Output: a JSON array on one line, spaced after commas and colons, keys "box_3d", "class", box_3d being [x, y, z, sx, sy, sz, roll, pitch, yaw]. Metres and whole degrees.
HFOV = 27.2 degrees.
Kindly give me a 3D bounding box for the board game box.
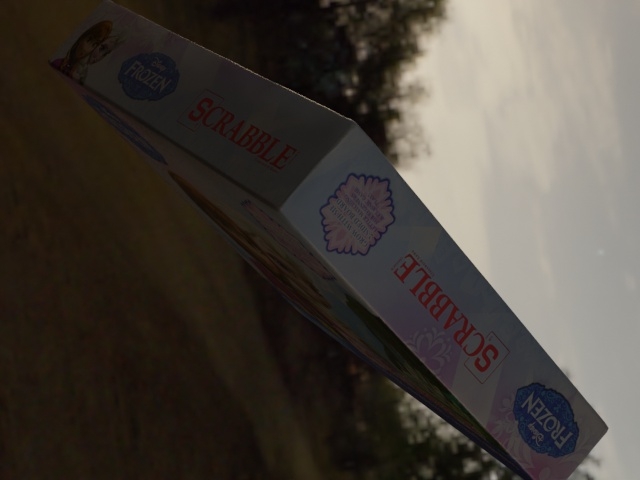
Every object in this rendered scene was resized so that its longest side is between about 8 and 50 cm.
[{"box_3d": [0.000, 0.000, 0.872, 0.318, 0.066, 0.319, 47, -9, -37], "class": "board game box"}]
